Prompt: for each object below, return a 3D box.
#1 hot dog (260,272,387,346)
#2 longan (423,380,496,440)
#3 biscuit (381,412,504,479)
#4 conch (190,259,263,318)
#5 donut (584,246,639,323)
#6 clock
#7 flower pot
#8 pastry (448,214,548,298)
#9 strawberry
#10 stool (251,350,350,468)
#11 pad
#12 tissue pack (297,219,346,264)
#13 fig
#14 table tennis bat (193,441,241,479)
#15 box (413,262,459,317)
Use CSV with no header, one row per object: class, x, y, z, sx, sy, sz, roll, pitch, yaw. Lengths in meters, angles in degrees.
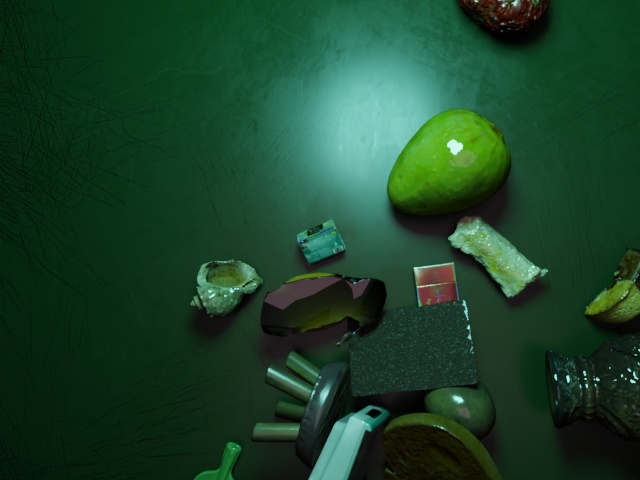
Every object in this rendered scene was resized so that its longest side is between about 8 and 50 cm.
hot dog,0.006,0.178,1.519,0.326,0.107,0.194,6,96,-3
longan,0.356,0.425,1.427,0.187,0.167,0.167,20,88,16
biscuit,0.302,0.592,1.412,0.314,0.063,0.367,-23,102,39
conch,-0.264,0.126,1.536,0.207,0.130,0.155,-24,97,-10
donut,0.789,0.131,1.427,0.085,0.141,0.217,36,95,0
clock,0.072,0.532,1.406,0.116,0.262,0.231,20,88,18
flower pot,0.702,0.361,1.361,0.267,0.266,0.266,-4,85,17
pastry,0.460,0.040,1.484,0.258,0.089,0.121,41,94,8
strawberry,0.471,-0.680,1.483,0.274,0.220,0.274,3,84,-31
stool,-0.043,0.422,1.430,0.178,0.272,0.272,16,88,16
pad,0.231,0.284,1.459,0.330,0.004,0.220,-11,64,19
tissue pack,0.001,-0.001,1.546,0.111,0.079,0.085,-23,119,5
fig,0.323,-0.182,1.439,0.326,0.258,0.258,-36,83,19
table tennis bat,-0.280,0.682,1.546,0.160,0.039,0.257,21,94,8
box,0.318,0.153,1.511,0.112,0.048,0.175,-9,85,6
